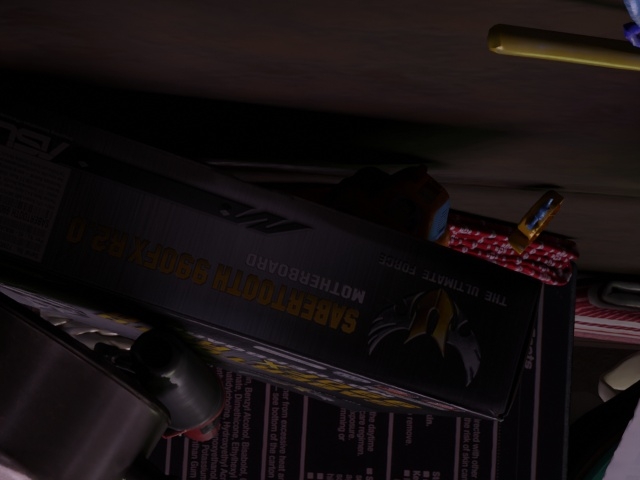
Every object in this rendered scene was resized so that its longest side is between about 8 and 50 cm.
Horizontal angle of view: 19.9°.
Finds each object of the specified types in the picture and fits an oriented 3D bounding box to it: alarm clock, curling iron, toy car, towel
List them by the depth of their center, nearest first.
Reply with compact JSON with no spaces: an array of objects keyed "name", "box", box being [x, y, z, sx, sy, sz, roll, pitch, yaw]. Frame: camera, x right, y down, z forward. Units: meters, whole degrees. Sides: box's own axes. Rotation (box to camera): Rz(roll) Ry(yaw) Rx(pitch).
[{"name":"alarm clock","box":[-0.103,0.059,0.625,0.192,0.064,0.129,25,167,13]},{"name":"curling iron","box":[-0.069,0.062,0.755,0.068,0.035,0.274,18,172,-3]},{"name":"toy car","box":[0.058,-0.021,0.800,0.122,0.060,0.040,-16,148,-50]},{"name":"towel","box":[0.000,0.000,1.023,0.199,0.031,0.275,1,175,34]},{"name":"towel","box":[0.301,0.062,1.549,0.237,0.037,0.329,6,173,-8]}]

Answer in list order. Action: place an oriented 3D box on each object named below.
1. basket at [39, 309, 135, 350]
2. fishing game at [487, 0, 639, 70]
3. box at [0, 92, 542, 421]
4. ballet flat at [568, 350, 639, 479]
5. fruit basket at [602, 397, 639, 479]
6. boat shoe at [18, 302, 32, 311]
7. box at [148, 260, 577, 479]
[{"name":"basket","box":[-0.078,0.162,1.656,0.328,0.266,0.331,4,174,5]},{"name":"fishing game","box":[0.149,-0.041,0.344,0.189,0.041,0.264,3,176,-32]},{"name":"box","box":[-0.055,0.010,0.709,0.231,0.056,0.183,19,170,-15]},{"name":"ballet flat","box":[0.236,0.145,1.396,0.280,0.095,0.096,-26,-141,-38]},{"name":"fruit basket","box":[0.267,0.088,0.635,0.327,0.165,0.353,4,150,2]},{"name":"boat shoe","box":[-0.241,0.066,1.223,0.302,0.094,0.109,25,-171,-44]},{"name":"box","box":[0.013,0.155,1.275,0.294,0.296,0.183,4,175,-4]}]
